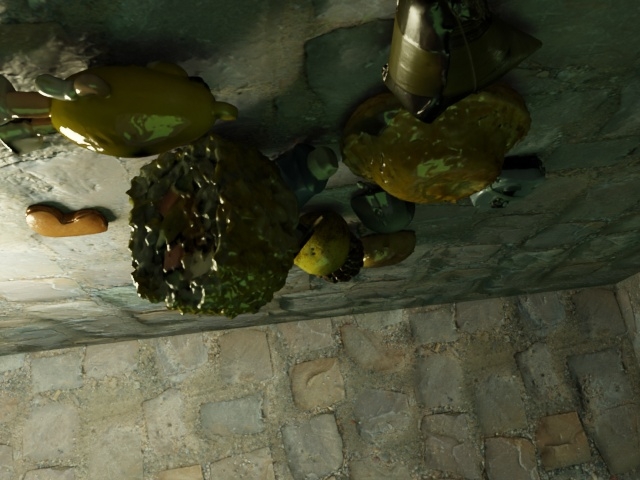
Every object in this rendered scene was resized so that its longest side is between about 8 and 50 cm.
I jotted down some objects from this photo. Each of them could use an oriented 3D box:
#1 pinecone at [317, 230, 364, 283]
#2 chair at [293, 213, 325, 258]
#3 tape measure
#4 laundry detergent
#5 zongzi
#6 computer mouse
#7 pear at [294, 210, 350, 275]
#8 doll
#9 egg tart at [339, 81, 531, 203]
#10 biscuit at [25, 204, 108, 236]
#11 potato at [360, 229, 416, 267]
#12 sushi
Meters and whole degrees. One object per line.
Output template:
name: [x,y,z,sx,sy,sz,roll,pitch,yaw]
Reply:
pinecone: [0.042,0.051,2.131,0.184,0.179,0.204,27,154,-36]
chair: [-0.121,-0.018,1.780,0.166,0.188,0.272,38,159,-4]
tape measure: [0.503,-0.155,1.802,0.182,0.107,0.181,-7,156,-13]
laundry detergent: [-0.059,-0.143,1.525,0.094,0.143,0.290,14,153,-38]
zongzi: [0.267,-0.364,1.060,0.317,0.154,0.289,-25,161,-11]
computer mouse: [0.178,-0.088,1.899,0.167,0.090,0.379,-16,159,20]
pear: [0.000,0.000,1.932,0.197,0.197,0.197,-7,162,-2]
doll: [-0.395,-0.219,1.156,0.423,0.161,0.348,2,172,-26]
egg tart: [0.258,-0.194,1.450,0.443,0.178,0.443,-7,160,-2]
biscuit: [-0.674,-0.050,1.721,0.192,0.036,0.186,-6,160,-10]
potato: [0.210,0.034,2.268,0.243,0.098,0.138,-22,155,34]
sushi: [-0.231,-0.028,1.415,0.351,0.397,0.240,-23,154,29]
